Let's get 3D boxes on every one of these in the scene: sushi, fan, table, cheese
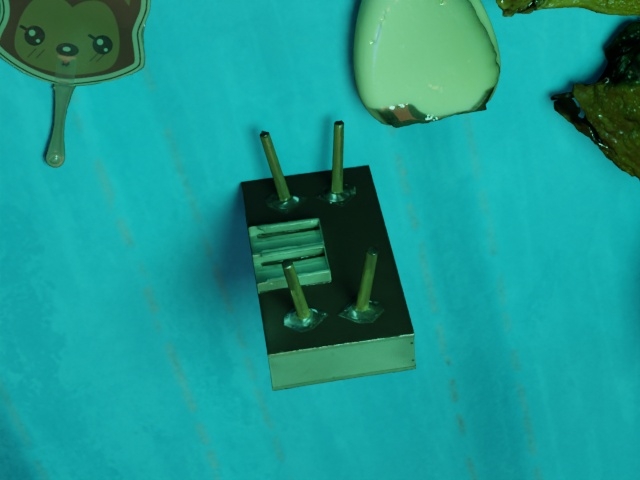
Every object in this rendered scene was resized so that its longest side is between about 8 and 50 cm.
[{"bbox_3d":[0.348,-0.146,1.380,0.287,0.140,0.149,-28,163,12],"label":"sushi"},{"bbox_3d":[-0.215,-0.155,1.358,0.132,0.009,0.220,6,124,-10],"label":"fan"},{"bbox_3d":[0.000,0.000,1.362,0.121,0.240,0.111,-9,128,-3],"label":"table"},{"bbox_3d":[0.078,-0.212,1.334,0.127,0.054,0.251,-12,127,1],"label":"cheese"}]

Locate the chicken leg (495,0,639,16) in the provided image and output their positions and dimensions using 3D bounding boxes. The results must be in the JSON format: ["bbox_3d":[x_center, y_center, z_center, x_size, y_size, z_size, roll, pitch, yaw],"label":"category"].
[{"bbox_3d":[0.242,-0.232,1.323,0.207,0.085,0.101,-11,128,-3],"label":"chicken leg"}]
